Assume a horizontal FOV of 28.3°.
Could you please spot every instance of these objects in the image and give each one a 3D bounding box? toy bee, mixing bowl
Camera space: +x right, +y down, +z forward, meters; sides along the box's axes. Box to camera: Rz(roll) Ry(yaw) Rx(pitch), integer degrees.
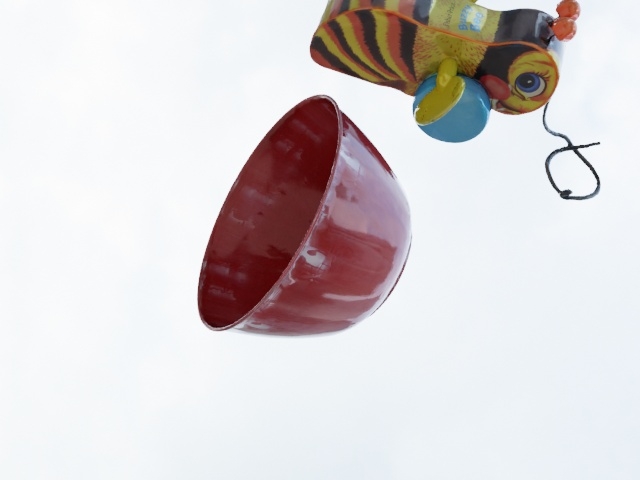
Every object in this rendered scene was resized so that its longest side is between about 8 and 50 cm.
[{"bbox_3d":[0.151,-0.172,1.134,0.162,0.298,0.195,124,-33,-47],"label":"toy bee"},{"bbox_3d":[0.000,0.000,0.895,0.181,0.098,0.181,-47,-154,33],"label":"mixing bowl"}]
